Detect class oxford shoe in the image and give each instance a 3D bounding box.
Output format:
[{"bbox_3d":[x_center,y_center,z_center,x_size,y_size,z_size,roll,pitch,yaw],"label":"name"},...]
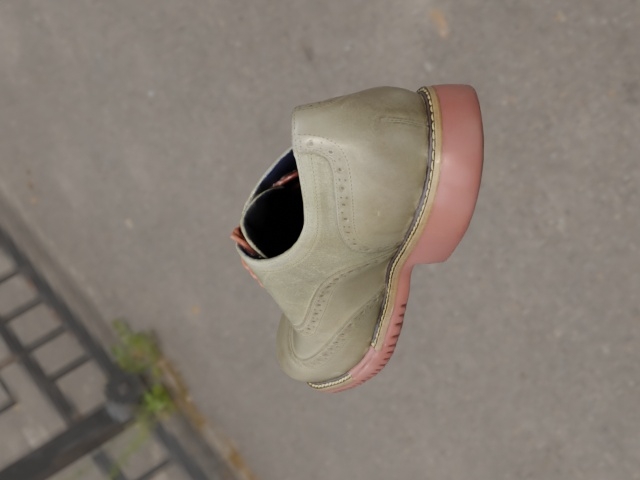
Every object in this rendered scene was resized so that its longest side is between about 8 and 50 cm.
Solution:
[{"bbox_3d":[0.000,0.000,1.032,0.348,0.130,0.123,113,158,-56],"label":"oxford shoe"}]
